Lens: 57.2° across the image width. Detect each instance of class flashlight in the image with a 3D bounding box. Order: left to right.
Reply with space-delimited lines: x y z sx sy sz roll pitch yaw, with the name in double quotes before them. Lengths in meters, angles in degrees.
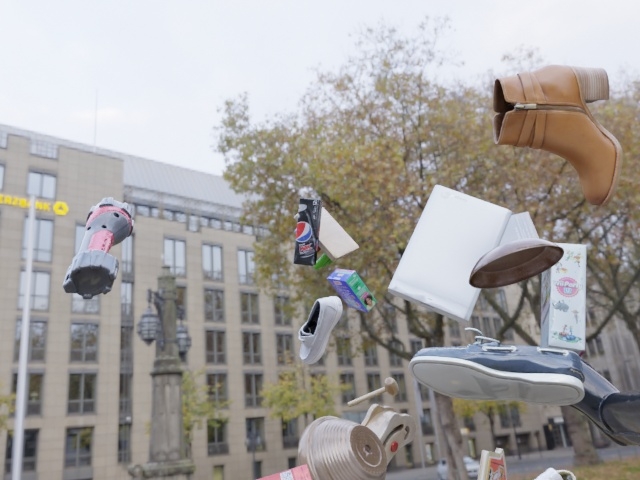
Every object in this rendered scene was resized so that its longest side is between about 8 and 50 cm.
"flashlight" -0.448 0.010 1.220 0.103 0.304 0.103 25 -74 -24

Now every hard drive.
"hard drive" 0.320 0.027 1.442 0.203 0.308 0.040 22 -19 16

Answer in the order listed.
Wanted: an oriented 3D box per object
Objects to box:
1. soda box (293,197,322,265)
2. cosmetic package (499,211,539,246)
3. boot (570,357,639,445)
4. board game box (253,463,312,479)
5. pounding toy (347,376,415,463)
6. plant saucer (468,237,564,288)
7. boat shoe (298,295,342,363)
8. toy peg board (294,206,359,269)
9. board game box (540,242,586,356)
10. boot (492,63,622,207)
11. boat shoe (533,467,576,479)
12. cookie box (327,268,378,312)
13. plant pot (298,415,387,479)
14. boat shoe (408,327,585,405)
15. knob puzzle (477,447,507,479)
"soda box" -0.031 -0.022 1.487 0.053 0.169 0.060 5 1 8
"cosmetic package" 0.499 0.014 1.702 0.237 0.127 0.107 -12 -36 6
"boot" 0.807 0.426 1.572 0.367 0.146 0.445 38 -7 9
"board game box" -0.043 0.443 0.758 0.145 0.281 0.027 -12 -45 -15
"pounding toy" 0.157 0.528 1.641 0.154 0.270 0.154 13 -29 43
"plant saucer" 0.398 0.043 1.211 0.198 0.036 0.199 -11 -25 -5
"boat shoe" -0.014 0.196 1.262 0.063 0.066 0.184 6 -50 -31
"toy peg board" 0.000 0.000 1.616 0.079 0.161 0.161 -47 -12 25
"board game box" 0.686 0.190 1.667 0.097 0.304 0.224 4 -25 15
"boot" 0.450 -0.196 1.130 0.220 0.284 0.109 -6 6 -8
"boat shoe" 0.670 0.683 1.615 0.096 0.098 0.277 -52 -43 1
"cookie box" 0.080 0.124 1.471 0.107 0.040 0.092 53 -22 -20
"plant pot" 0.073 0.497 1.334 0.237 0.237 0.109 16 -49 -46
"boat shoe" 0.266 0.190 0.897 0.254 0.079 0.095 0 -46 19
"knob puzzle" 0.271 0.420 0.901 0.030 0.213 0.213 4 -13 30
